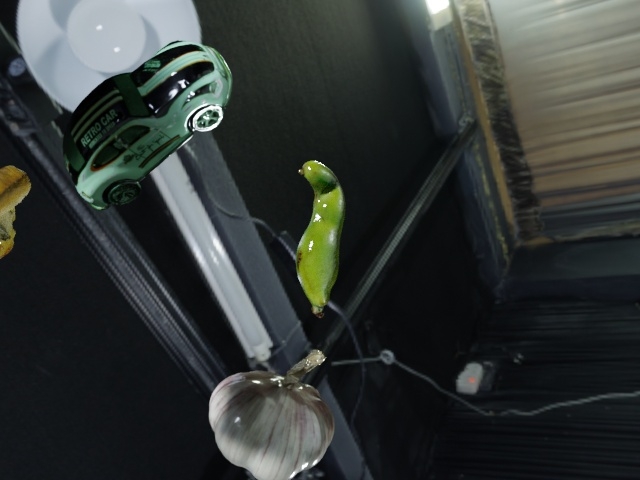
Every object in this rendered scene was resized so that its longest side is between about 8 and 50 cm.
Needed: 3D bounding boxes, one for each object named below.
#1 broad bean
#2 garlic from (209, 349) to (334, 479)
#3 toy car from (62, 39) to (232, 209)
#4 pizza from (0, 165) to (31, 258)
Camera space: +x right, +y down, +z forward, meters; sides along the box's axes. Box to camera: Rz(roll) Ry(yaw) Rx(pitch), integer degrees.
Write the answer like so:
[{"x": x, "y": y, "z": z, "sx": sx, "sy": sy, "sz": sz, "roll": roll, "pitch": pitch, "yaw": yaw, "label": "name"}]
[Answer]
[{"x": 0.000, "y": 0.000, "z": 0.884, "sx": 0.070, "sy": 0.048, "sz": 0.214, "roll": -3, "pitch": -86, "yaw": -32, "label": "broad bean"}, {"x": -0.067, "y": 0.295, "z": 1.201, "sx": 0.245, "sy": 0.245, "sz": 0.253, "roll": -1, "pitch": -56, "yaw": -57, "label": "garlic"}, {"x": -0.275, "y": -0.181, "z": 0.970, "sx": 0.136, "sy": 0.306, "sz": 0.125, "roll": 59, "pitch": -164, "yaw": 25, "label": "toy car"}, {"x": -0.433, "y": 0.060, "z": 0.708, "sx": 0.089, "sy": 0.223, "sz": 0.323, "roll": 41, "pitch": -136, "yaw": -16, "label": "pizza"}]
